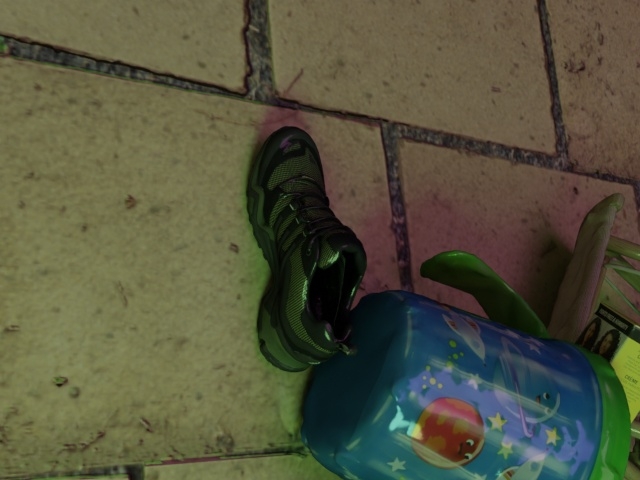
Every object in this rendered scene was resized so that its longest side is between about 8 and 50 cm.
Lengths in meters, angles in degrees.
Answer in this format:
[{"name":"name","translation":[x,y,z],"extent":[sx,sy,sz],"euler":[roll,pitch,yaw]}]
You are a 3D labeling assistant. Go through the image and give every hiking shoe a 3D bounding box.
[{"name":"hiking shoe","translation":[0.000,0.000,0.929],"extent":[0.086,0.114,0.226],"euler":[6,74,-42]}]

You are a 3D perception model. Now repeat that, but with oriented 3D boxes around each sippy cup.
[{"name":"sippy cup","translation":[0.114,0.159,0.930],"extent":[0.224,0.305,0.240],"euler":[29,103,-22]}]

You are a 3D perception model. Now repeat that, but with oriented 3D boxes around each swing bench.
[{"name":"swing bench","translation":[0.367,0.129,1.192],"extent":[0.255,0.165,0.253],"euler":[30,56,-4]}]

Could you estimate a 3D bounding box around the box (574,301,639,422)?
[{"name":"box","translation":[0.246,0.179,1.008],"extent":[0.058,0.087,0.232],"euler":[29,98,-14]}]
